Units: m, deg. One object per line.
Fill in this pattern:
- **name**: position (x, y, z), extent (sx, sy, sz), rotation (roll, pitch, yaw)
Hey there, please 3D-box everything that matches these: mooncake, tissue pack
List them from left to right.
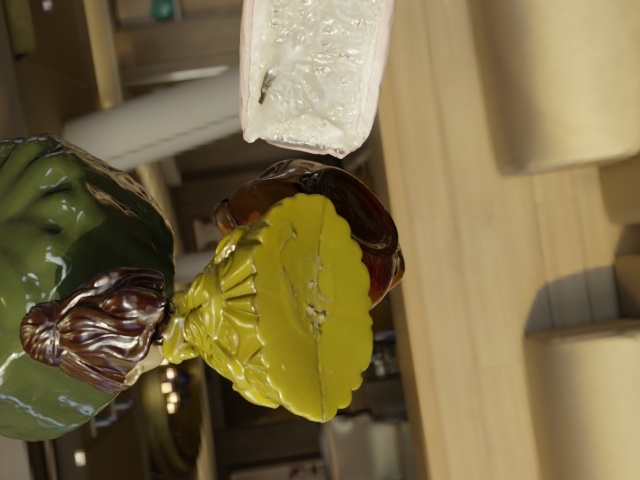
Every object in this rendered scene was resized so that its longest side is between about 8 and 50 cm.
- **mooncake**: position (-0.354, 0.050, 1.320), extent (0.194, 0.356, 0.356), rotation (39, -149, -44)
- **tissue pack**: position (-0.001, -0.226, 0.960), extent (0.271, 0.124, 0.201), rotation (-85, 0, -50)

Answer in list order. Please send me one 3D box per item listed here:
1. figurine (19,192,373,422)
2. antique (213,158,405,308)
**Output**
- **figurine**: position (-0.124, 0.076, 1.044), extent (0.168, 0.315, 0.187), rotation (-25, -78, -51)
- **antique**: position (0.000, 0.000, 1.385), extent (0.278, 0.129, 0.223), rotation (21, -141, -48)
